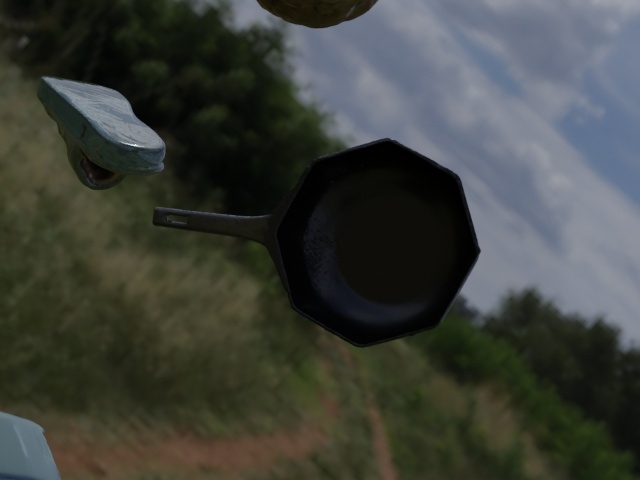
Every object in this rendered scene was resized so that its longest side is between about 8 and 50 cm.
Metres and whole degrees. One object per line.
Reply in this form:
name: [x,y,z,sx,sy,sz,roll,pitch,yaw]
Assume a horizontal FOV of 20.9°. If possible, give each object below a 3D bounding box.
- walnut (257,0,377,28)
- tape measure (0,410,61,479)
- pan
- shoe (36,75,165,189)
walnut: [0.006,-0.147,0.820,0.082,0.096,0.079,33,-16,40]
tape measure: [-0.289,0.183,0.973,0.259,0.262,0.138,31,40,-65]
pan: [0.008,-0.015,1.135,0.202,0.128,0.048,31,0,15]
shoe: [-0.192,-0.081,1.465,0.079,0.078,0.195,9,15,-32]
